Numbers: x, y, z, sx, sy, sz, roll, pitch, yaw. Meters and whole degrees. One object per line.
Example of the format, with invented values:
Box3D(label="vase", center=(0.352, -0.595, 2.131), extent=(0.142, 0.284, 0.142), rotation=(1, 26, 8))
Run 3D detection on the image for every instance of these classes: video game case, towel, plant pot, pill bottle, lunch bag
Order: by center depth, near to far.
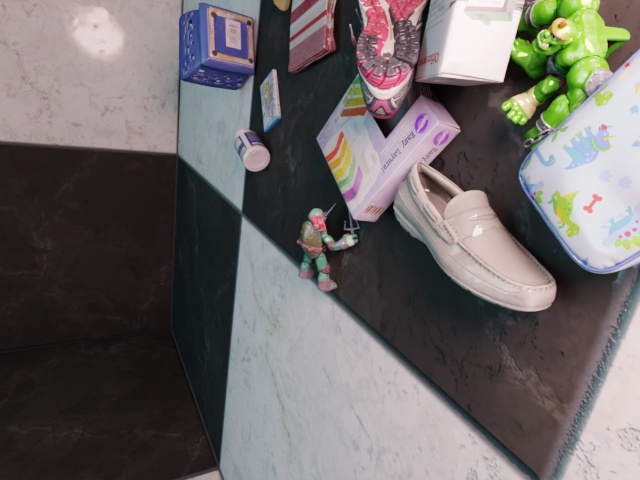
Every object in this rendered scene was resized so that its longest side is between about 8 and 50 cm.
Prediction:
Box3D(label="lunch bag", center=(0.336, -0.076, 0.422), extent=(0.219, 0.090, 0.176), rotation=(-55, 50, 46))
Box3D(label="towel", center=(-0.020, -0.631, 1.075), extent=(0.237, 0.037, 0.330), rotation=(15, 103, 61))
Box3D(label="video game case", center=(-0.167, -0.458, 1.359), extent=(0.119, 0.015, 0.167), rotation=(-18, 76, 59))
Box3D(label="pill bottle", center=(-0.243, -0.320, 1.422), extent=(0.169, 0.094, 0.094), rotation=(58, 139, 41))
Box3D(label="plant pot", center=(-0.361, -0.696, 1.478), extent=(0.212, 0.235, 0.236), rotation=(5, 96, 53))

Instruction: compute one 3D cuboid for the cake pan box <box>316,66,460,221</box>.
Box3D(label="cake pan box", center=(0.116, -0.210, 0.805), extent=(0.267, 0.070, 0.246), rotation=(-49, 52, 40))

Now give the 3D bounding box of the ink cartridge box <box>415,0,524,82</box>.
Box3D(label="ink cartridge box", center=(0.211, -0.333, 0.571), extent=(0.160, 0.092, 0.220), rotation=(-87, 5, -71))

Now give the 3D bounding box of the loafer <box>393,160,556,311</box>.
Box3D(label="loafer", center=(0.216, -0.020, 0.621), extent=(0.319, 0.111, 0.112), rotation=(51, 142, 47))

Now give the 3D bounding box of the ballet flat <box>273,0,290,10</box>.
Box3D(label="ballet flat", center=(-0.145, -0.770, 1.245), extent=(0.073, 0.080, 0.232), rotation=(101, 153, -50))

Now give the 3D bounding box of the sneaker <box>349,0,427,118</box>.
Box3D(label="sneaker", center=(0.111, -0.344, 0.694), extent=(0.112, 0.120, 0.300), rotation=(82, -160, -63))

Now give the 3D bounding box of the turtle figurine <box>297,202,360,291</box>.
Box3D(label="turtle figurine", center=(0.000, 0.000, 1.007), extent=(0.175, 0.118, 0.234), rotation=(44, 134, 50))

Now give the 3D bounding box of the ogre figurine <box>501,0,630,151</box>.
Box3D(label="ogre figurine", center=(0.290, -0.223, 0.502), extent=(0.118, 0.096, 0.197), rotation=(143, 149, -71))
